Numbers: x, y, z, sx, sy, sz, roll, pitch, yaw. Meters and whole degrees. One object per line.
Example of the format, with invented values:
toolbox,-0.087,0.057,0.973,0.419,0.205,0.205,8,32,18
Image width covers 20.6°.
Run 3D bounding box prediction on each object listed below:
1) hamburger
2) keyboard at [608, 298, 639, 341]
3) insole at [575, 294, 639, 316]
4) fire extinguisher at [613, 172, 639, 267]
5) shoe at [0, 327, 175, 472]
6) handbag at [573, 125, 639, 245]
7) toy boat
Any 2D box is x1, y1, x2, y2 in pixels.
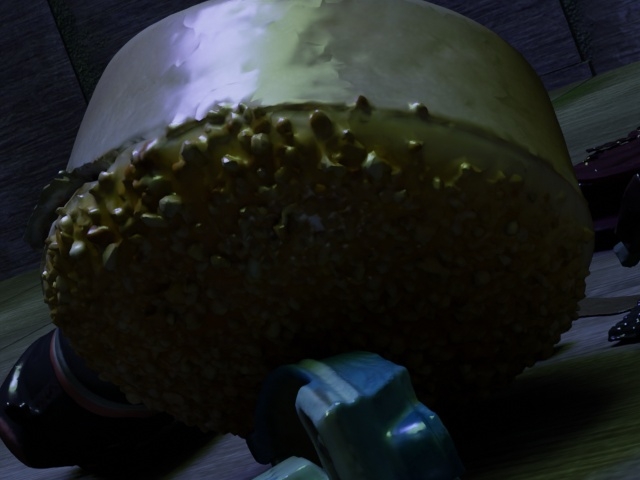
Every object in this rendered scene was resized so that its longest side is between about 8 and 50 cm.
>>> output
hamburger,0.000,0.000,0.932,0.302,0.170,0.302,3,-28,2
keyboard,0.245,0.028,0.965,0.060,0.018,0.195,-30,10,-41
insole,0.167,0.045,1.154,0.045,0.002,0.135,-25,7,-29
fire extinguisher,0.237,-0.037,1.017,0.252,0.106,0.075,-15,41,-42
shoe,-0.139,0.104,1.255,0.137,0.114,0.291,-41,-10,15
handbag,0.287,-0.061,1.358,0.203,0.074,0.216,-25,5,-34
toy boat,-0.007,0.104,0.815,0.102,0.088,0.215,-25,5,-10
